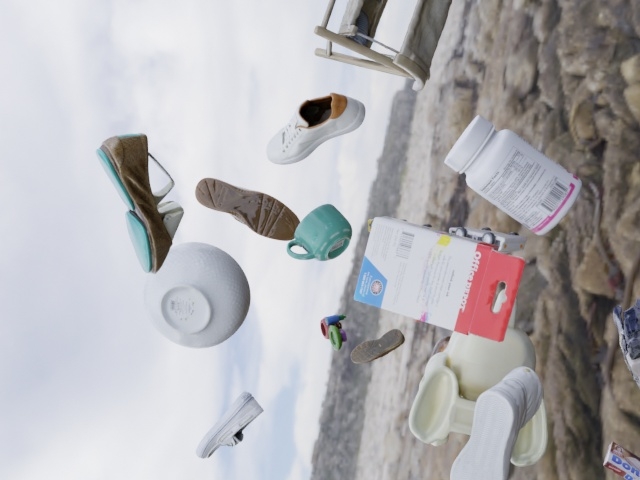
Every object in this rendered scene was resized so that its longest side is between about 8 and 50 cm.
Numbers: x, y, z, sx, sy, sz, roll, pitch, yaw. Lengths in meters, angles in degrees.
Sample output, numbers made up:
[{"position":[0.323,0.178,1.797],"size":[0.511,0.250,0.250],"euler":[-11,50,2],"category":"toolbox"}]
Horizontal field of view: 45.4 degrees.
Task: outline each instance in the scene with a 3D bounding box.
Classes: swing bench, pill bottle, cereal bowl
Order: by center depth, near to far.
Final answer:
[{"position":[0.144,-0.479,1.575],"size":[0.165,0.254,0.253],"euler":[87,-158,-87],"category":"swing bench"},{"position":[0.439,-0.153,1.760],"size":[0.160,0.283,0.160],"euler":[-54,0,0],"category":"pill bottle"},{"position":[-0.388,0.184,2.326],"size":[0.141,0.338,0.339],"euler":[-65,-18,-69],"category":"cereal bowl"}]

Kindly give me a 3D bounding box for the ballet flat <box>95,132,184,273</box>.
[{"position":[-0.352,-0.079,1.575],"size":[0.124,0.116,0.342],"euler":[-30,-47,-22],"category":"ballet flat"}]

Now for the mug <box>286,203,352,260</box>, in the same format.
[{"position":[0.007,-0.002,1.901],"size":[0.158,0.097,0.129],"euler":[-49,-26,12],"category":"mug"}]

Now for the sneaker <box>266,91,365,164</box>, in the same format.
[{"position":[-0.043,-0.268,1.759],"size":[0.123,0.290,0.106],"euler":[19,-123,-44],"category":"sneaker"}]

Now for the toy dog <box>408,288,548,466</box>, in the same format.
[{"position":[0.357,0.315,1.792],"size":[0.408,0.284,0.396],"euler":[48,-135,-79],"category":"toy dog"}]

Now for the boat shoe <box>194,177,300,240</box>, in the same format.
[{"position":[-0.213,-0.100,2.342],"size":[0.123,0.341,0.123],"euler":[-28,-41,-81],"category":"boat shoe"}]

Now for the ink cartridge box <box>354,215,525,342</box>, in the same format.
[{"position":[0.181,0.055,1.149],"size":[0.078,0.231,0.134],"euler":[-5,-69,-70],"category":"ink cartridge box"}]

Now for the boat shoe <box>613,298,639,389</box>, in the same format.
[{"position":[0.762,0.267,1.739],"size":[0.340,0.127,0.158],"euler":[51,-154,-42],"category":"boat shoe"}]

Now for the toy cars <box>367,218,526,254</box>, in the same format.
[{"position":[0.298,0.006,1.868],"size":[0.176,0.393,0.087],"euler":[-20,-65,-73],"category":"toy cars"}]

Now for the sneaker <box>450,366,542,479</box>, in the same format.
[{"position":[0.347,0.379,1.463],"size":[0.169,0.108,0.293],"euler":[-23,-46,-47],"category":"sneaker"}]

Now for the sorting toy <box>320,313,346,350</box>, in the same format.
[{"position":[0.033,0.177,1.528],"size":[0.102,0.042,0.061],"euler":[-145,45,-64],"category":"sorting toy"}]

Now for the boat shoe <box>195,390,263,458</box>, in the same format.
[{"position":[-0.227,0.477,1.900],"size":[0.226,0.076,0.083],"euler":[-53,-13,22],"category":"boat shoe"}]

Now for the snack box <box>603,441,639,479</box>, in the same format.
[{"position":[0.689,0.500,1.618],"size":[0.064,0.178,0.022],"euler":[-44,-19,-49],"category":"snack box"}]

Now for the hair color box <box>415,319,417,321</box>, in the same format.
[{"position":[0.367,0.215,2.415],"size":[0.072,0.141,0.043],"euler":[-62,-40,-61],"category":"hair color box"}]

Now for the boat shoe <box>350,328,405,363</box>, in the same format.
[{"position":[0.179,0.332,2.337],"size":[0.060,0.178,0.064],"euler":[46,-160,-54],"category":"boat shoe"}]
